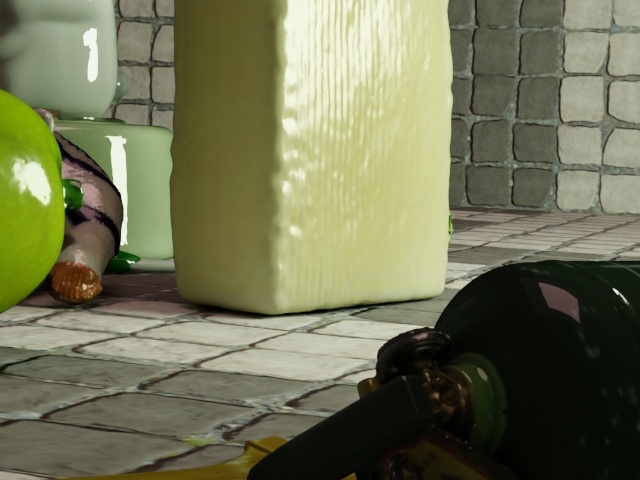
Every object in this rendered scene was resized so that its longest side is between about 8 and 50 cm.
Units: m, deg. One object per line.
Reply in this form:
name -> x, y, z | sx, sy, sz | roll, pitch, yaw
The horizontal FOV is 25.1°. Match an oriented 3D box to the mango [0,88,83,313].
mango -> -0.299, -0.015, 0.751 | 0.343, 0.156, 0.192 | -3, 4, -33

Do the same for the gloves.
gloves -> -0.225, -0.019, 1.066 | 0.131, 0.140, 0.219 | -16, 12, 19

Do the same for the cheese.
cheese -> -0.002, -0.085, 1.111 | 0.124, 0.265, 0.242 | 4, 4, 41

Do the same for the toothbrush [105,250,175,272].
toothbrush -> -0.195, 0.018, 1.258 | 0.304, 0.030, 0.030 | -2, 6, -20

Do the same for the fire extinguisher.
fire extinguisher -> 0.129, 0.058, 0.518 | 0.311, 0.095, 0.114 | 1, -33, -34

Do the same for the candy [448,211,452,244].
candy -> 0.000, -0.002, 1.423 | 0.262, 0.077, 0.073 | -6, 2, 0

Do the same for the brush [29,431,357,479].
brush -> -0.052, 0.087, 0.527 | 0.205, 0.011, 0.083 | -1, 6, -29

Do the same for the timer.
timer -> -0.272, -0.144, 1.413 | 0.291, 0.315, 0.291 | 2, 5, 0
